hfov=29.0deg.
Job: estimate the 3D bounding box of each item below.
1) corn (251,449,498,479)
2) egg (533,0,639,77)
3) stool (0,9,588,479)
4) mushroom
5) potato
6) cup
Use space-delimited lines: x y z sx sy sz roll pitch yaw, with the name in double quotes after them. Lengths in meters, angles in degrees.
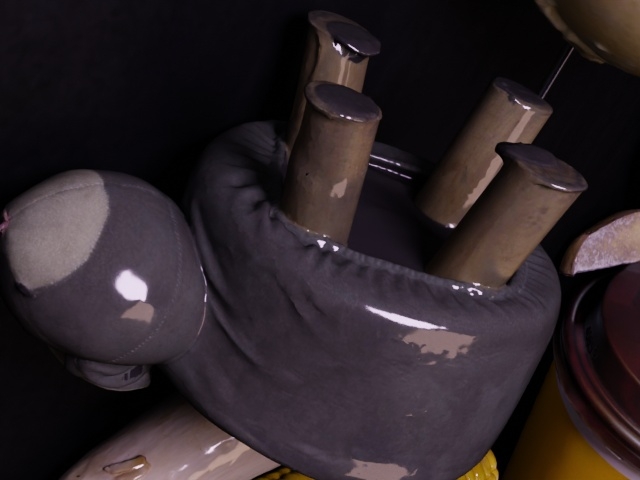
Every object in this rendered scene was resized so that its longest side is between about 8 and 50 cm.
-0.015 0.176 0.668 0.305 0.106 0.106 -18 136 -44 "corn"
0.161 -0.144 0.507 0.164 0.164 0.201 -52 148 2 "egg"
0.005 0.005 0.466 0.228 0.153 0.139 -8 129 -47 "stool"
-0.051 0.100 0.582 0.209 0.071 0.084 -28 174 -27 "mushroom"
0.192 -0.002 0.809 0.093 0.037 0.036 -9 102 -22 "potato"
0.222 0.157 0.876 0.196 0.196 0.279 -21 146 -38 "cup"
